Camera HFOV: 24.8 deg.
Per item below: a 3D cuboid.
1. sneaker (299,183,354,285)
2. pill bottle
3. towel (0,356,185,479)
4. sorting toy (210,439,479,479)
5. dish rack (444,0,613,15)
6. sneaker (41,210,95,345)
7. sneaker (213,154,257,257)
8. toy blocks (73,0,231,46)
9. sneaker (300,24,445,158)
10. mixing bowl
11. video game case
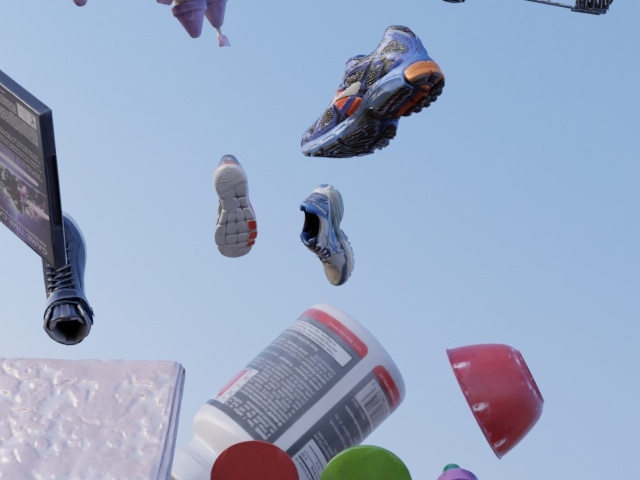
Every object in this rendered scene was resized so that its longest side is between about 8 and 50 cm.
[{"bbox_3d":[0.000,0.000,1.808,0.052,0.058,0.135,11,-56,44],"label":"sneaker"},{"bbox_3d":[-0.062,0.283,2.220,0.210,0.363,0.210,42,-19,19],"label":"pill bottle"},{"bbox_3d":[-0.355,0.276,1.862,0.332,0.317,0.053,2,-43,3],"label":"towel"},{"bbox_3d":[0.034,0.316,1.988,0.365,0.127,0.126,5,14,-3],"label":"sorting toy"},{"bbox_3d":[0.286,-0.403,1.915,0.271,0.208,0.074,3,6,-31],"label":"dish rack"},{"bbox_3d":[-0.442,0.071,2.514,0.086,0.226,0.163,-8,18,-5],"label":"sneaker"},{"bbox_3d":[-0.119,-0.050,2.040,0.061,0.065,0.158,-1,-57,-4],"label":"sneaker"},{"bbox_3d":[-0.202,-0.421,2.109,0.309,0.260,0.288,-13,-3,22],"label":"toy blocks"},{"bbox_3d":[0.051,-0.156,1.587,0.083,0.087,0.221,2,-27,-40],"label":"sneaker"},{"bbox_3d":[0.268,0.221,2.146,0.181,0.098,0.181,62,8,-15],"label":"mixing bowl"},{"bbox_3d":[-0.435,-0.113,2.082,0.196,0.026,0.274,36,-39,34],"label":"video game case"}]
